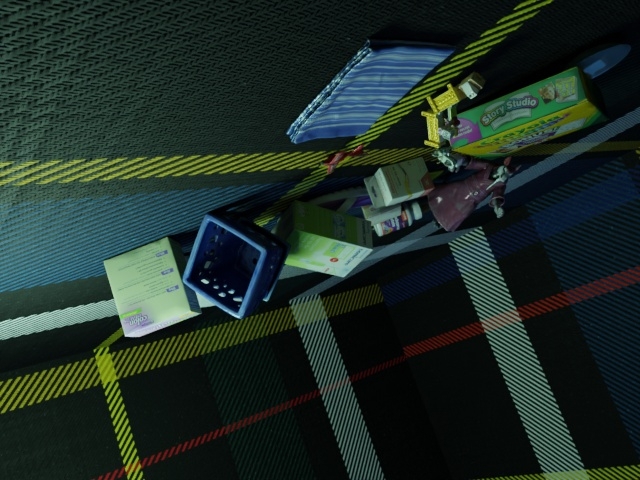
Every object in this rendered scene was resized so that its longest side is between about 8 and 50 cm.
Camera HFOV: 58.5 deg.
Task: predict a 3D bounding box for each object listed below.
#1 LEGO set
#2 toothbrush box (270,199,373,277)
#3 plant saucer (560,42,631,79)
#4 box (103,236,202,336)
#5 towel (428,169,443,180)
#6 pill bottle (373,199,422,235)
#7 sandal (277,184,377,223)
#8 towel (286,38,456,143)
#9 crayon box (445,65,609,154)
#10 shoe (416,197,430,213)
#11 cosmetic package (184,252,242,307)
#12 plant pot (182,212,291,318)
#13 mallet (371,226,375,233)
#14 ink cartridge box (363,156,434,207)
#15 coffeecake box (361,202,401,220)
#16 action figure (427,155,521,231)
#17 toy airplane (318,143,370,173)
[{"bbox_3d":[0.336,-0.322,1.406,0.107,0.132,0.287,-33,151,-26],"label":"LEGO set"},{"bbox_3d":[0.000,0.000,1.884,0.283,0.122,0.206,14,145,-23],"label":"toothbrush box"},{"bbox_3d":[0.708,-0.469,1.504,0.194,0.038,0.195,-19,169,-4],"label":"plant saucer"},{"bbox_3d":[-0.511,0.144,1.752,0.213,0.243,0.117,-21,168,1],"label":"box"},{"bbox_3d":[0.332,-0.213,2.075,0.237,0.021,0.102,-13,167,-30],"label":"towel"},{"bbox_3d":[0.313,-0.098,2.352,0.193,0.108,0.108,-20,168,-2],"label":"pill bottle"},{"bbox_3d":[0.059,-0.099,1.936,0.416,0.102,0.169,-18,166,-4],"label":"sandal"},{"bbox_3d":[0.099,-0.308,1.222,0.243,0.040,0.336,-12,166,-36],"label":"towel"},{"bbox_3d":[0.581,-0.339,1.604,0.362,0.106,0.313,-18,173,34],"label":"crayon box"},{"bbox_3d":[0.479,-0.167,2.468,0.218,0.058,0.077,-21,149,-15],"label":"shoe"},{"bbox_3d":[-0.365,0.142,2.094,0.377,0.098,0.284,-7,155,-17],"label":"cosmetic package"},{"bbox_3d":[-0.236,0.064,1.715,0.212,0.235,0.236,-11,127,-65],"label":"plant pot"},{"bbox_3d":[0.207,-0.062,2.528,0.062,0.039,0.189,-23,164,21],"label":"mallet"},{"bbox_3d":[0.251,-0.185,1.836,0.198,0.115,0.067,-17,169,-17],"label":"ink cartridge box"},{"bbox_3d":[0.235,-0.123,2.206,0.142,0.068,0.185,-21,168,4],"label":"coffeecake box"},{"bbox_3d":[0.575,-0.180,2.086,0.370,0.248,0.275,-33,171,36],"label":"action figure"},{"bbox_3d":[0.062,-0.227,1.549,0.151,0.028,0.151,-19,170,-4],"label":"toy airplane"}]
